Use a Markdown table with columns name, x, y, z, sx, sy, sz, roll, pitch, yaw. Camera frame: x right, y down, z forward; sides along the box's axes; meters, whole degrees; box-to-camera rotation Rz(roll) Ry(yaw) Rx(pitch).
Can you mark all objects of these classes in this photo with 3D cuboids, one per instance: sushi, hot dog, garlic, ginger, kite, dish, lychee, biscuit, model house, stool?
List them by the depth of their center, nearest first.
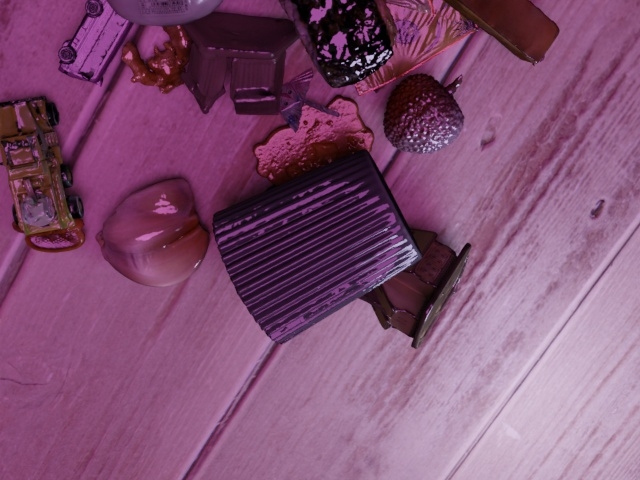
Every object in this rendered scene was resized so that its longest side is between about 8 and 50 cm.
| name | x | y | z | sx | sy | sz | roll | pitch | yaw |
| --- | --- | --- | --- | --- | --- | --- | --- | --- | --- |
| dish | -0.268 | -0.464 | 1.480 | 0.256 | 0.256 | 0.117 | -11 | 139 | -3 |
| sushi | 0.010 | -0.448 | 1.498 | 0.171 | 0.211 | 0.350 | -30 | 85 | 6 |
| model house | -0.152 | -0.325 | 1.595 | 0.229 | 0.122 | 0.188 | -1 | 124 | -15 |
| ginger | -0.289 | -0.377 | 1.598 | 0.193 | 0.052 | 0.176 | -22 | 124 | -11 |
| kite | 0.160 | -0.457 | 1.645 | 0.328 | 0.013 | 0.377 | 11 | 109 | -12 |
| stool | 0.000 | 0.000 | 1.646 | 0.330 | 0.297 | 0.297 | -28 | 113 | 8 |
| lychee | 0.212 | -0.255 | 1.651 | 0.197 | 0.165 | 0.165 | -40 | 111 | 19 |
| kite | -0.031 | -0.280 | 1.665 | 0.153 | 0.005 | 0.137 | 13 | 87 | 10 |
| hot dog | -0.553 | -0.019 | 1.705 | 0.140 | 0.060 | 0.089 | -9 | 121 | -12 |
| garlic | -0.344 | 0.002 | 1.715 | 0.228 | 0.110 | 0.217 | -22 | 116 | 1 |
| biscuit | -0.016 | -0.191 | 1.716 | 0.249 | 0.035 | 0.184 | -32 | 110 | 5 |
| model house | 0.153 | 0.058 | 1.803 | 0.279 | 0.218 | 0.205 | 30 | 151 | 14 |

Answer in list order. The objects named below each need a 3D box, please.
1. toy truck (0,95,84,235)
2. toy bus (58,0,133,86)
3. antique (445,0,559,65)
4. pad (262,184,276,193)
| name | x | y | z | sx | sy | sz | roll | pitch | yaw |
| --- | --- | --- | --- | --- | --- | --- | --- | --- | --- |
| toy truck | -0.549 | -0.143 | 1.594 | 0.128 | 0.135 | 0.259 | -10 | 95 | -2 |
| toy bus | -0.415 | -0.380 | 1.561 | 0.098 | 0.087 | 0.178 | 30 | 104 | -22 |
| antique | 0.319 | -0.462 | 1.612 | 0.310 | 0.093 | 0.087 | 31 | 99 | -21 |
| pad | -0.026 | -0.066 | 1.784 | 0.116 | 0.004 | 0.193 | -43 | 110 | 9 |
